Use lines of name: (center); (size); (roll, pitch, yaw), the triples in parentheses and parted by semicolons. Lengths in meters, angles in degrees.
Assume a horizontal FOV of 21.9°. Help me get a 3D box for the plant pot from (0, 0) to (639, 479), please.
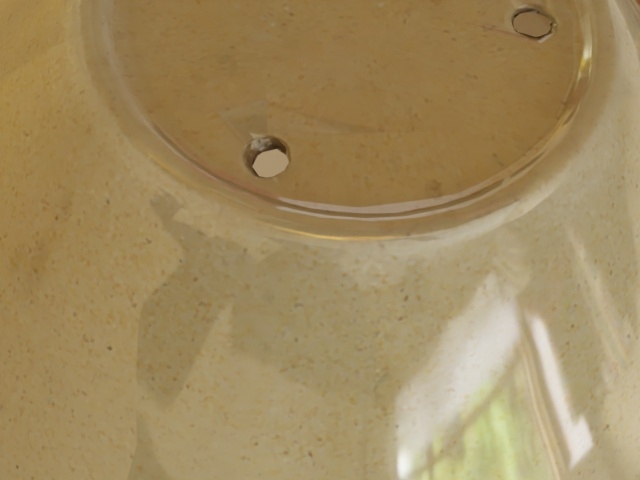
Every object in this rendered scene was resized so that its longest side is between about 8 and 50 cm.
plant pot: (0.000, 0.000, 0.467); (0.284, 0.284, 0.191); (53, 156, 25)
